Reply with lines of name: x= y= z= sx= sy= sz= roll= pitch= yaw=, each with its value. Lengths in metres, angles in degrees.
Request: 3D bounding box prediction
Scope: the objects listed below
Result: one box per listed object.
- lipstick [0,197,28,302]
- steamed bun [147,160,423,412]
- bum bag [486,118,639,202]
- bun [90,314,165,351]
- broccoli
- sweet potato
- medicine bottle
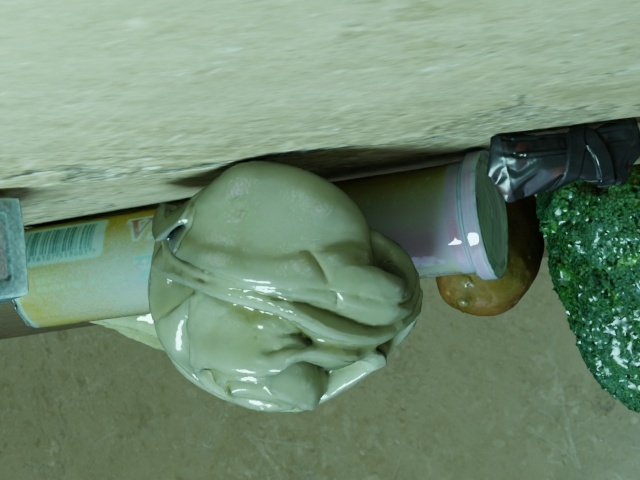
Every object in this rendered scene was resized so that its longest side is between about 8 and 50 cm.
lipstick: x=-0.316 y=0.025 z=1.444 sx=0.080 sy=0.076 sz=0.371 roll=-6 pitch=177 yaw=-22
steamed bun: x=-0.040 y=0.055 z=1.375 sx=0.211 sy=0.144 sz=0.218 roll=35 pitch=144 yaw=-27
bum bag: x=0.189 y=-0.062 z=1.388 sx=0.124 sy=0.057 sz=0.034 roll=-8 pitch=-160 yaw=-4
bun: x=-0.158 y=0.043 z=1.780 sx=0.222 sy=0.127 sz=0.222 roll=22 pitch=175 yaw=2
broccoli: x=0.319 y=0.018 z=1.521 sx=0.308 sy=0.275 sz=0.308 roll=33 pitch=180 yaw=0
sweet potato: x=0.165 y=-0.010 z=1.650 sx=0.097 sy=0.097 sz=0.292 roll=-9 pitch=-164 yaw=16
medicine bottle: x=-0.058 y=0.004 z=1.526 sx=0.426 sy=0.108 sz=0.108 roll=-7 pitch=176 yaw=19
